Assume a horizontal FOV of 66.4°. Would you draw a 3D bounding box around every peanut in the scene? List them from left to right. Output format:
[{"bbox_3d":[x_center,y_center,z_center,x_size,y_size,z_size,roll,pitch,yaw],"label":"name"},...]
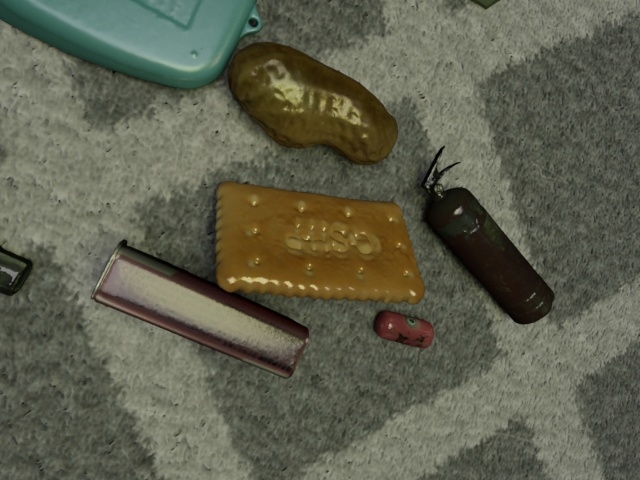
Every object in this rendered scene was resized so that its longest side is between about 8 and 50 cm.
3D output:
[{"bbox_3d":[-0.006,-0.158,0.593,0.225,0.095,0.108,18,103,-21],"label":"peanut"}]

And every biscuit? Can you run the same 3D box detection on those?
[{"bbox_3d":[0.000,-0.001,0.584,0.249,0.030,0.160,7,49,-18],"label":"biscuit"}]

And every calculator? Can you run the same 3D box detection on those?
[{"bbox_3d":[-0.240,-0.330,0.534,0.385,0.054,0.256,23,86,-18],"label":"calculator"}]

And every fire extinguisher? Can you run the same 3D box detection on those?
[{"bbox_3d":[0.226,-0.004,0.678,0.089,0.072,0.268,-44,104,-2],"label":"fire extinguisher"}]

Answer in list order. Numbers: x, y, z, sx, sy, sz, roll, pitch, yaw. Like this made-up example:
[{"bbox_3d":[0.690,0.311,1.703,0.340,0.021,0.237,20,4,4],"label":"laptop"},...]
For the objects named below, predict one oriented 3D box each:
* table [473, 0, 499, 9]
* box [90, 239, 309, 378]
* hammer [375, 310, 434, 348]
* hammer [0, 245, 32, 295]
[{"bbox_3d":[0.170,-0.428,0.624,0.239,0.111,0.122,21,87,-17],"label":"table"},{"bbox_3d":[-0.132,0.079,0.550,0.224,0.120,0.069,28,81,-15],"label":"box"},{"bbox_3d":[0.115,0.121,0.667,0.083,0.043,0.043,17,87,-16],"label":"hammer"},{"bbox_3d":[-0.440,0.159,0.500,0.111,0.043,0.366,29,85,-16],"label":"hammer"}]
